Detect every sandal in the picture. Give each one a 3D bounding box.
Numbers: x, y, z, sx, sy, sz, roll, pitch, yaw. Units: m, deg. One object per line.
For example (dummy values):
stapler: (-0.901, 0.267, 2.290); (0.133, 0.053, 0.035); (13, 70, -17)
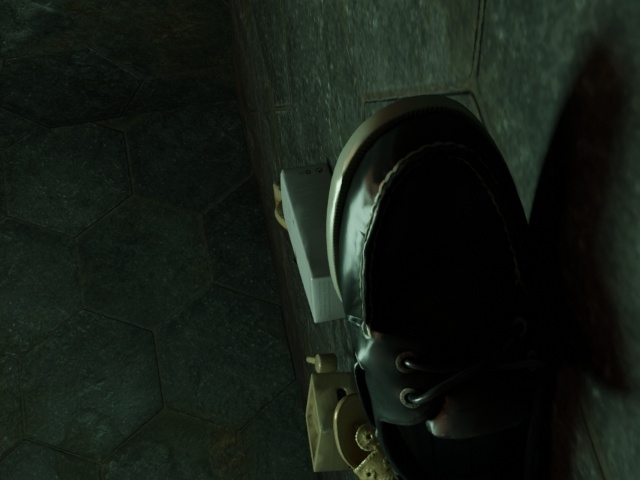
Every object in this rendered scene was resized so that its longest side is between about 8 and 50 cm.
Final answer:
sandal: (0.092, 0.327, 0.974); (0.079, 0.088, 0.240); (15, 129, 46)

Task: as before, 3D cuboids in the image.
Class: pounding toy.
pounding toy: (0.030, 0.284, 1.236); (0.181, 0.094, 0.206); (-102, 16, -50)

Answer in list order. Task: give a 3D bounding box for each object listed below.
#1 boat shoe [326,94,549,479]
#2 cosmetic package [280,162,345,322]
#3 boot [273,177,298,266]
boat shoe: (0.084, 0.082, 0.411); (0.113, 0.127, 0.340); (-113, 12, -51)
cosmetic package: (0.000, 0.000, 1.059); (0.117, 0.085, 0.231); (87, 170, -48)
boot: (-0.023, -0.002, 1.333); (0.248, 0.090, 0.207); (-120, 9, -64)
